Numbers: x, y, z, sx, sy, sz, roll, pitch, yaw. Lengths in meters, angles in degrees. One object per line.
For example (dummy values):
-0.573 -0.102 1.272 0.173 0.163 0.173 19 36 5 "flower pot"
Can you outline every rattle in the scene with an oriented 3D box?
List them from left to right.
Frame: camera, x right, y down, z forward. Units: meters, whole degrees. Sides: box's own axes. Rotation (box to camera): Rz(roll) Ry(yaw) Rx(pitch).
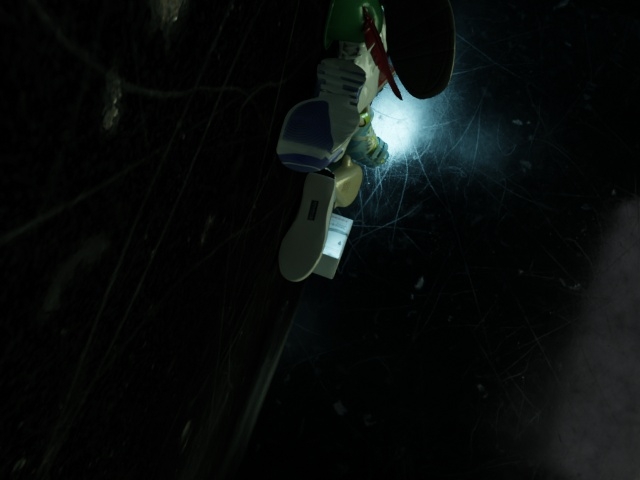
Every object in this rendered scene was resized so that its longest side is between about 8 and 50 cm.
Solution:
0.071 -0.446 1.516 0.199 0.142 0.130 45 67 -47 "rattle"

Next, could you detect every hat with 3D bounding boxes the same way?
0.115 -0.420 0.926 0.173 0.183 0.209 -67 175 -53 "hat"

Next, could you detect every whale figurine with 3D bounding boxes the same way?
0.042 -0.217 1.758 0.272 0.141 0.216 -9 121 -58 "whale figurine"

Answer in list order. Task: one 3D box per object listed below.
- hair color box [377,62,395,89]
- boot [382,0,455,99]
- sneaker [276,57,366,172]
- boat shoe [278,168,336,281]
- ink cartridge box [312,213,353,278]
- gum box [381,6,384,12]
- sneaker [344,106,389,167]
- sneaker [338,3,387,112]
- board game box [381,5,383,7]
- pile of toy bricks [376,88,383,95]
0.153 -0.449 1.398 0.141 0.043 0.072 -43 180 13 "hair color box"
0.209 -0.510 1.047 0.378 0.138 0.284 69 23 -14 "boot"
0.010 -0.209 0.960 0.182 0.127 0.316 103 5 -47 "sneaker"
-0.023 -0.032 1.438 0.158 0.127 0.341 64 44 -75 "boat shoe"
0.000 0.000 1.671 0.237 0.171 0.100 -67 175 -52 "ink cartridge box"
0.163 -0.648 1.479 0.188 0.062 0.107 -66 175 -55 "gum box"
0.182 -0.373 1.753 0.127 0.208 0.319 -67 -172 -14 "sneaker"
0.068 -0.381 1.084 0.169 0.108 0.293 -55 158 -28 "sneaker"
0.214 -0.767 1.813 0.092 0.043 0.181 16 94 -87 "board game box"
0.140 -0.522 1.665 0.105 0.118 0.212 -37 -156 30 "pile of toy bricks"
